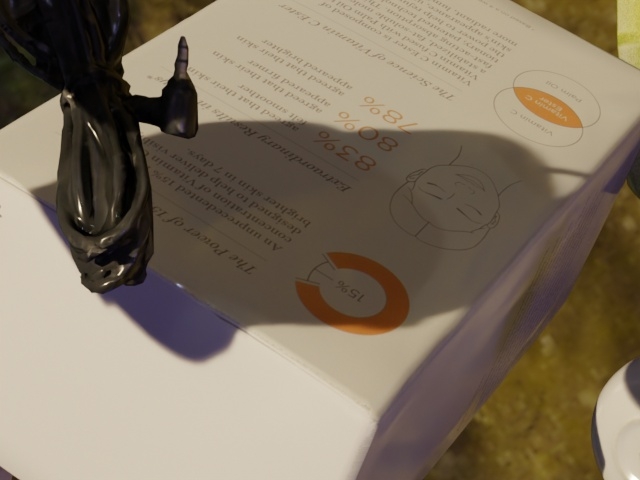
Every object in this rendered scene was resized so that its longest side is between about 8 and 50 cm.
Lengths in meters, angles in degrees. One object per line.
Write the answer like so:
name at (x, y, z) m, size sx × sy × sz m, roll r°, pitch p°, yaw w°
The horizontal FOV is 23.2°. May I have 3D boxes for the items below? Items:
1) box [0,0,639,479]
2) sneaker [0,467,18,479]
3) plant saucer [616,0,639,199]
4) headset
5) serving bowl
box at (0.000, 0.000, 0.800) m, size 0.215 × 0.345 × 0.168 m, roll 31°, pitch 130°, yaw 15°
sneaker at (-0.296, 0.137, 0.723) m, size 0.124 × 0.295 × 0.178 m, roll 41°, pitch 160°, yaw 39°
plant saucer at (0.222, -0.127, 1.033) m, size 0.188 × 0.045 × 0.188 m, roll 74°, pitch -162°, yaw -45°
headset at (-0.200, -0.087, 0.367) m, size 0.243 × 0.394 × 0.185 m, roll -32°, pitch 63°, yaw 34°
serving bowl at (0.155, 0.094, 0.704) m, size 0.083 × 0.027 × 0.083 m, roll 13°, pitch 110°, yaw 40°
